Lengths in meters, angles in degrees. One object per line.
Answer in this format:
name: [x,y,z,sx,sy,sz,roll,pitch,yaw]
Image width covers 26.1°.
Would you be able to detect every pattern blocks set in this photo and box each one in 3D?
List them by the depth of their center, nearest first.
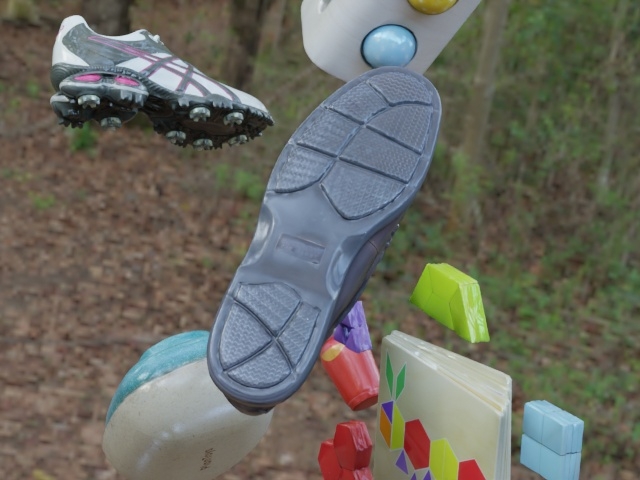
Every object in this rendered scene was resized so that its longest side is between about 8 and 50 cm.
pattern blocks set: [0.093,0.158,1.073,0.026,0.285,0.325,-6,27,-27]

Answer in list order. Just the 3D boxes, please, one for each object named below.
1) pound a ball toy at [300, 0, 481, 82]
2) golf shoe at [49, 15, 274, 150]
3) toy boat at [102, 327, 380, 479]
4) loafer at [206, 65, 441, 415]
pound a ball toy: [0.151,-0.275,1.369,0.208,0.319,0.135,22,38,-25]
golf shoe: [-0.171,-0.178,1.554,0.273,0.120,0.105,11,-29,-35]
toy boat: [-0.089,0.152,1.489,0.318,0.267,0.148,-17,67,-23]
loafer: [0.000,0.000,1.085,0.109,0.302,0.095,26,-20,9]
